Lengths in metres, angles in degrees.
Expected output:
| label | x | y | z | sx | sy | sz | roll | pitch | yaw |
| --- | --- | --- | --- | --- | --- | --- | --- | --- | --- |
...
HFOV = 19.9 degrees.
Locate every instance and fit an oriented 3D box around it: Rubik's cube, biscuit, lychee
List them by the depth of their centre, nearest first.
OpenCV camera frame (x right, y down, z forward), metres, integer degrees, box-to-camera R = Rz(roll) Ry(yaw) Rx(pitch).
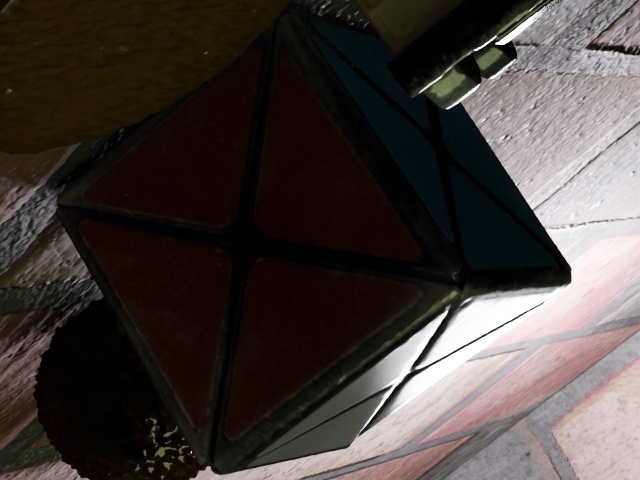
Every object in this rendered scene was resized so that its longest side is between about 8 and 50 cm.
| label | x | y | z | sx | sy | sz | roll | pitch | yaw |
| --- | --- | --- | --- | --- | --- | --- | --- | --- | --- |
| biscuit | -0.122 | -0.141 | 1.143 | 0.262 | 0.037 | 0.262 | -30 | 163 | -10 |
| Rubik's cube | 0.000 | 0.000 | 1.392 | 0.255 | 0.259 | 0.260 | -37 | 166 | 20 |
| lychee | -0.158 | 0.137 | 1.614 | 0.188 | 0.188 | 0.188 | -29 | 163 | -10 |

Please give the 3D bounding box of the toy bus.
| label | x | y | z | sx | sy | sz | roll | pitch | yaw |
| --- | --- | --- | --- | --- | --- | --- | --- | --- | --- |
| toy bus | 0.084 | -0.194 | 1.023 | 0.143 | 0.179 | 0.305 | -38 | 180 | 18 |
